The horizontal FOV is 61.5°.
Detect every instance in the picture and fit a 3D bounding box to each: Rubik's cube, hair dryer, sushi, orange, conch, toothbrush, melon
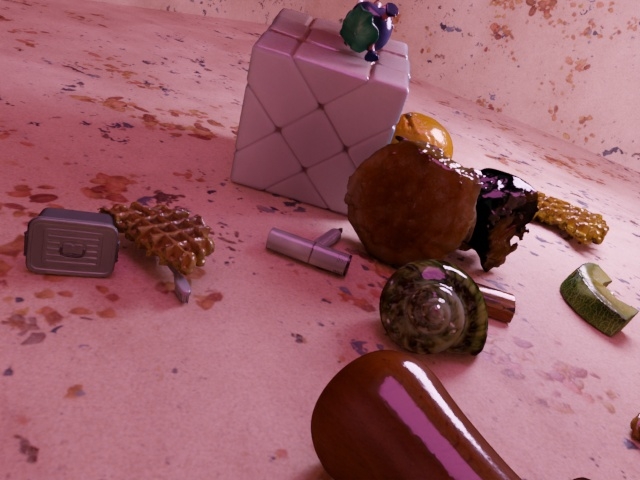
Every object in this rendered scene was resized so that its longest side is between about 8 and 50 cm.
[{"bbox_3d":[0.003,-0.292,1.212,0.318,0.322,0.316,16,35,-2],"label":"Rubik's cube"},{"bbox_3d":[-0.007,-0.003,1.026,0.154,0.044,0.183,21,22,4],"label":"hair dryer"},{"bbox_3d":[0.321,-0.056,1.140,0.213,0.200,0.204,-28,47,-18],"label":"sushi"},{"bbox_3d":[0.254,-0.251,1.475,0.219,0.193,0.219,8,45,-8],"label":"orange"},{"bbox_3d":[0.186,0.108,0.834,0.187,0.124,0.181,30,32,7],"label":"conch"},{"bbox_3d":[-0.260,0.010,0.864,0.020,0.025,0.286,-5,33,-33],"label":"toothbrush"},{"bbox_3d":[0.573,0.115,1.118,0.117,0.064,0.210,14,29,-18],"label":"melon"}]

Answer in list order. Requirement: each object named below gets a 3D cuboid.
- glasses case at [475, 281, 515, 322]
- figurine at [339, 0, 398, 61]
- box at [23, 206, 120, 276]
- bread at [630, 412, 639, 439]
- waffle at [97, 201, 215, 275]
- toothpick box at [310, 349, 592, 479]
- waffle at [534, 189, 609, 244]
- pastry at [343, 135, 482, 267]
[{"bbox_3d":[0.271,0.097,0.994,0.169,0.041,0.065,18,28,0],"label":"glasses case"},{"bbox_3d":[0.104,-0.441,1.086,0.102,0.112,0.195,20,34,4],"label":"figurine"},{"bbox_3d":[-0.351,-0.001,0.769,0.122,0.084,0.069,7,22,-22],"label":"box"},{"bbox_3d":[0.497,0.288,0.782,0.088,0.034,0.049,35,38,29],"label":"bread"},{"bbox_3d":[-0.256,-0.010,0.827,0.191,0.046,0.161,13,27,-1],"label":"waffle"},{"bbox_3d":[0.123,0.240,0.497,0.192,0.192,0.294,-5,28,-37],"label":"toothpick box"},{"bbox_3d":[0.643,-0.072,1.501,0.292,0.069,0.259,25,26,19],"label":"waffle"},{"bbox_3d":[0.175,-0.068,1.036,0.257,0.236,0.120,33,22,19],"label":"pastry"}]
